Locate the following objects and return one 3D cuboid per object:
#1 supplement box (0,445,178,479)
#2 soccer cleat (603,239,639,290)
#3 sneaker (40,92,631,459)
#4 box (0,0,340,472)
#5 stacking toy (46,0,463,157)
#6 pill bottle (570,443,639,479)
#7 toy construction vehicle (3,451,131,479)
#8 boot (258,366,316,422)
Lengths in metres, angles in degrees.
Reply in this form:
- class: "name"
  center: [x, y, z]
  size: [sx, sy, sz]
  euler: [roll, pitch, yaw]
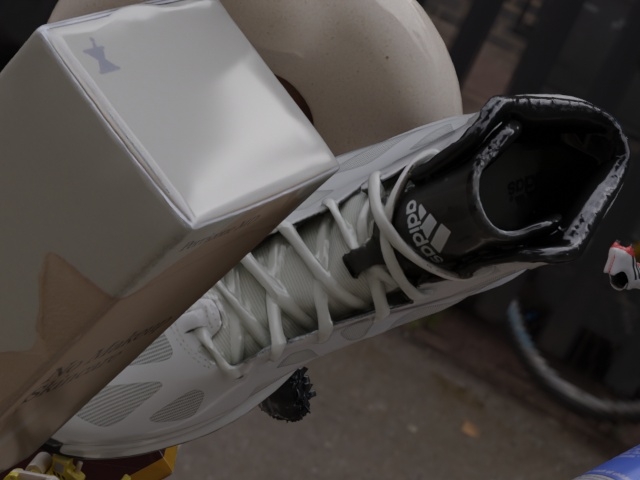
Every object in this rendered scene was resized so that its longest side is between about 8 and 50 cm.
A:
- class: "supplement box"
  center: [-0.273, 0.178, 1.575]
  size: [0.194, 0.191, 0.129]
  euler: [59, 8, -14]
- class: "soccer cleat"
  center: [0.267, 0.031, 1.334]
  size: [0.029, 0.036, 0.083]
  euler: [19, -16, 37]
- class: "sneaker"
  center: [0.000, -0.001, 1.002]
  size: [0.169, 0.447, 0.257]
  euler: [65, -17, 5]
- class: "box"
  center: [-0.152, 0.017, 0.818]
  size: [0.121, 0.311, 0.148]
  euler: [53, 35, 7]
- class: "stacking toy"
  center: [-0.036, -0.211, 1.402]
  size: [0.350, 0.350, 0.480]
  euler: [23, 36, -8]
- class: "pill bottle"
  center: [0.289, 0.225, 1.202]
  size: [0.272, 0.152, 0.152]
  euler: [-21, 41, -29]
- class: "toy construction vehicle"
  center: [-0.154, 0.169, 1.021]
  size: [0.098, 0.035, 0.086]
  euler: [29, 20, 5]
- class: "boot"
  center: [-0.066, 0.136, 1.582]
  size: [0.121, 0.099, 0.045]
  euler: [10, 50, 26]
